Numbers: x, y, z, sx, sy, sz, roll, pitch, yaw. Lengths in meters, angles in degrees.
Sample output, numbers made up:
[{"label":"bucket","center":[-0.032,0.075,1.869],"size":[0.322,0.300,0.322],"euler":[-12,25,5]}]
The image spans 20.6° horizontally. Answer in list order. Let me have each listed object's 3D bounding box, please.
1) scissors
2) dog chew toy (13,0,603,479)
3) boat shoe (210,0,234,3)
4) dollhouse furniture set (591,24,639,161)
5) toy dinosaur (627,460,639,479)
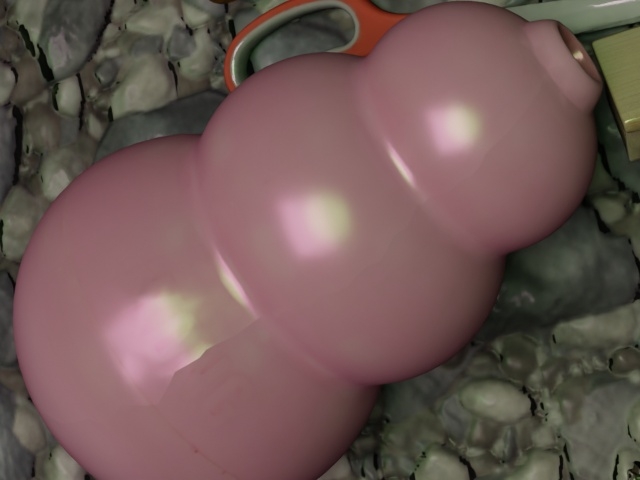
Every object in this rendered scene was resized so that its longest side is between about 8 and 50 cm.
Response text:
[{"label":"scissors","center":[0.075,-0.120,0.965],"size":[0.297,0.021,0.109],"euler":[-24,80,28]},{"label":"dog chew toy","center":[0.000,0.000,0.911],"size":[0.332,0.206,0.207],"euler":[-35,76,21]},{"label":"boat shoe","center":[-0.008,-0.226,0.978],"size":[0.207,0.073,0.073],"euler":[-46,72,14]},{"label":"dollhouse furniture set","center":[0.237,-0.066,0.825],"size":[0.182,0.101,0.161],"euler":[-18,58,4]},{"label":"toy dinosaur","center":[0.247,0.191,0.847],"size":[0.218,0.164,0.322],"euler":[-4,109,42]}]
